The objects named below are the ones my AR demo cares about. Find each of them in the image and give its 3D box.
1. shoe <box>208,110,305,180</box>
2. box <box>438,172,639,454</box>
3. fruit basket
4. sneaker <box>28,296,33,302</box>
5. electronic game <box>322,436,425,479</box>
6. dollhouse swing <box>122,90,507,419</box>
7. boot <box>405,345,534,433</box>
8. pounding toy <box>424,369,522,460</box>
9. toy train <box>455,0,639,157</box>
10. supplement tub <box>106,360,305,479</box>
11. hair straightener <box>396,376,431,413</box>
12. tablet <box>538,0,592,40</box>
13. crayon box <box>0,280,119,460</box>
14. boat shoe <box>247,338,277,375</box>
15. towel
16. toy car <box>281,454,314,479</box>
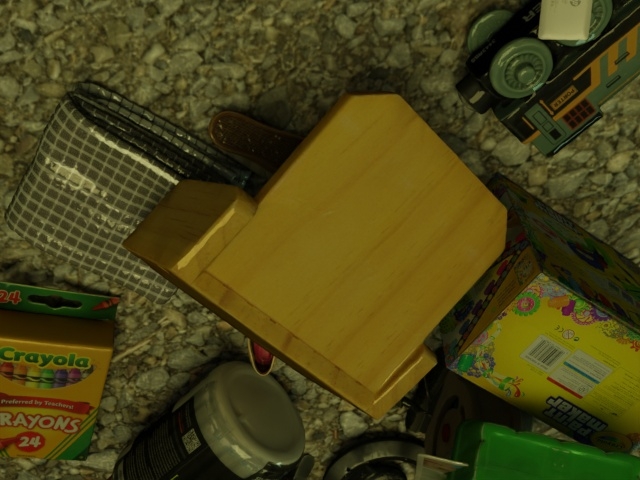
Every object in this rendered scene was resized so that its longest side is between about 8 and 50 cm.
[{"bbox_3d":[-0.059,-0.120,1.027,0.219,0.058,0.076,28,86,-17],"label":"shoe"},{"bbox_3d":[0.325,0.098,1.002,0.290,0.279,0.177,31,117,-14],"label":"box"},{"bbox_3d":[0.280,0.364,0.961,0.327,0.165,0.353,11,148,10],"label":"fruit basket"},{"bbox_3d":[-0.491,0.126,1.185,0.031,0.035,0.083,10,119,-4],"label":"sneaker"},{"bbox_3d":[0.116,0.451,1.337,0.229,0.048,0.229,-3,118,-5],"label":"electronic game"},{"bbox_3d":[0.000,0.000,0.938,0.347,0.315,0.305,39,78,-27],"label":"dollhouse swing"},{"bbox_3d":[0.267,0.277,1.223,0.208,0.076,0.190,17,119,-5],"label":"boot"},{"bbox_3d":[0.268,0.286,1.107,0.154,0.154,0.269,9,118,-8],"label":"pounding toy"},{"bbox_3d":[0.331,-0.258,0.895,0.190,0.142,0.334,36,113,-30],"label":"toy train"},{"bbox_3d":[-0.205,0.374,1.216,0.207,0.207,0.338,41,113,-19],"label":"supplement tub"},{"bbox_3d":[0.082,0.205,1.168,0.230,0.047,0.089,31,117,9],"label":"hair straightener"},{"bbox_3d":[0.273,-0.265,0.803,0.054,0.006,0.083,5,104,13],"label":"tablet"},{"bbox_3d":[-0.459,0.223,1.187,0.202,0.081,0.318,9,120,-20],"label":"crayon box"},{"bbox_3d":[-0.089,0.144,1.167,0.063,0.059,0.170,0,119,2],"label":"boat shoe"},{"bbox_3d":[-0.273,-0.055,1.029,0.283,0.121,0.235,30,117,-14],"label":"towel"},{"bbox_3d":[-0.074,0.482,1.341,0.188,0.149,0.155,-37,119,-11],"label":"toy car"}]
